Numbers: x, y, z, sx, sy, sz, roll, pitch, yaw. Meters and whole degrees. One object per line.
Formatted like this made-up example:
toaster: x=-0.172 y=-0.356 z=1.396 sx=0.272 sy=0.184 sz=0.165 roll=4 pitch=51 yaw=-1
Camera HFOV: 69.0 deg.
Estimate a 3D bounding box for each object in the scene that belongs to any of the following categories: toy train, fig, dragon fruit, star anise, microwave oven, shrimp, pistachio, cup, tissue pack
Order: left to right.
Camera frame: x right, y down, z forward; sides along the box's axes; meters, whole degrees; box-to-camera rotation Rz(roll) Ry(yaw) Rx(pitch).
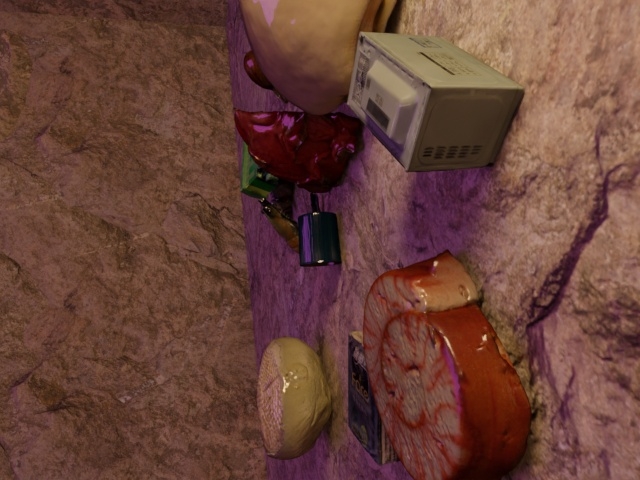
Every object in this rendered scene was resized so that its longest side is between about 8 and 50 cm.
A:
toy train: x=-0.201 y=-0.305 z=1.711 sx=0.202 sy=0.120 sz=0.300 roll=-37 pitch=45 yaw=42
fig: x=-0.195 y=-0.637 z=1.750 sx=0.149 sy=0.148 sz=0.202 roll=-65 pitch=-35 yaw=-28
star anise: x=-0.159 y=-0.149 z=1.796 sx=0.236 sy=0.093 sz=0.229 roll=142 pitch=124 yaw=-68
shrimp: x=-0.075 y=-0.084 z=1.328 sx=0.051 sy=0.262 sz=0.198 roll=-9 pitch=50 yaw=38
dragon fruit: x=-0.057 y=-0.218 z=1.178 sx=0.329 sy=0.286 sz=0.227 roll=-150 pitch=62 yaw=-61
pistachio: x=-0.010 y=-0.478 z=0.911 sx=0.365 sy=0.281 sz=0.445 roll=6 pitch=116 yaw=44
cup: x=-0.010 y=0.000 z=1.287 sx=0.150 sy=0.114 sz=0.138 roll=153 pitch=114 yaw=-70
tissue pack: x=0.115 y=0.330 z=1.001 sx=0.173 sy=0.073 sz=0.235 roll=-151 pitch=59 yaw=-69
microwave oven: x=0.143 y=-0.196 z=0.652 sx=0.208 sy=0.163 sz=0.122 roll=-118 pitch=28 yaw=-46

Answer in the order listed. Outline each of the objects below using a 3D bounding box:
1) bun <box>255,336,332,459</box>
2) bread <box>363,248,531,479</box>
bun: x=-0.075 y=0.487 z=1.455 sx=0.364 sy=0.202 sz=0.363 roll=-176 pitch=90 yaw=-72
bread: x=0.171 y=0.204 z=0.715 sx=0.295 sy=0.114 sz=0.327 roll=105 pitch=154 yaw=-46
